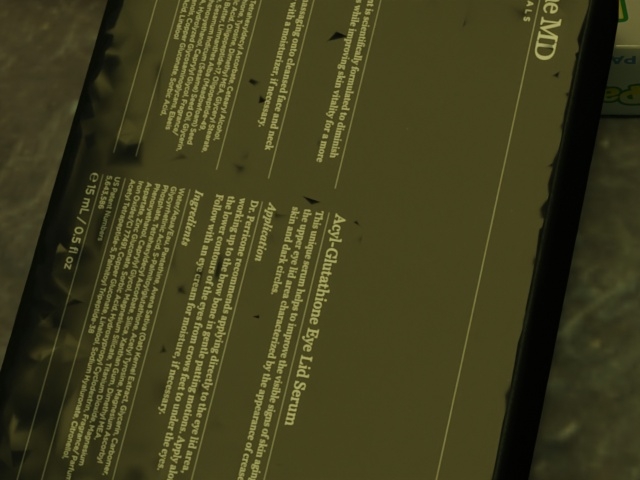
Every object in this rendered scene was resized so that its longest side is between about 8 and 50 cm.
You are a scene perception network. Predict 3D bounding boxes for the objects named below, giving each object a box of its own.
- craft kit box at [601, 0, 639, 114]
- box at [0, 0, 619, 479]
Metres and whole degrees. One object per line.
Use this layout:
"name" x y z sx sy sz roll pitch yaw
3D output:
"craft kit box" 0.110 -0.169 0.835 0.250 0.061 0.246 1 61 8
"box" 0.000 0.000 0.683 0.184 0.103 0.261 9 73 16
